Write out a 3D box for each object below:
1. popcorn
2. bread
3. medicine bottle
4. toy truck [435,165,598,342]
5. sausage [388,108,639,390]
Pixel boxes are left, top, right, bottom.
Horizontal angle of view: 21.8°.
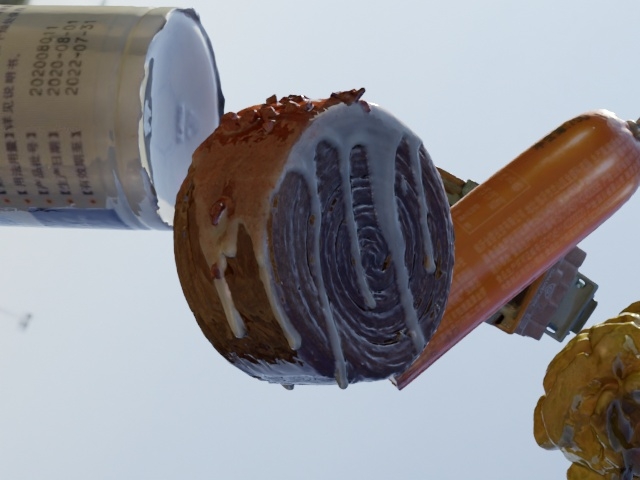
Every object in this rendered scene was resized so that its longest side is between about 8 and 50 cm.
[{"bbox_3d":[0.239,0.124,1.251,0.167,0.148,0.152,-59,-158,23],"label":"popcorn"},{"bbox_3d":[0.000,0.000,0.871,0.073,0.160,0.160,-2,-117,45],"label":"bread"},{"bbox_3d":[-0.267,-0.106,1.420,0.190,0.332,0.189,2,90,-74],"label":"medicine bottle"},{"bbox_3d":[0.141,-0.005,1.851,0.338,0.184,0.133,30,-88,36],"label":"toy truck"},{"bbox_3d":[0.154,-0.009,1.368,0.312,0.093,0.093,-39,-166,-8],"label":"sausage"}]
